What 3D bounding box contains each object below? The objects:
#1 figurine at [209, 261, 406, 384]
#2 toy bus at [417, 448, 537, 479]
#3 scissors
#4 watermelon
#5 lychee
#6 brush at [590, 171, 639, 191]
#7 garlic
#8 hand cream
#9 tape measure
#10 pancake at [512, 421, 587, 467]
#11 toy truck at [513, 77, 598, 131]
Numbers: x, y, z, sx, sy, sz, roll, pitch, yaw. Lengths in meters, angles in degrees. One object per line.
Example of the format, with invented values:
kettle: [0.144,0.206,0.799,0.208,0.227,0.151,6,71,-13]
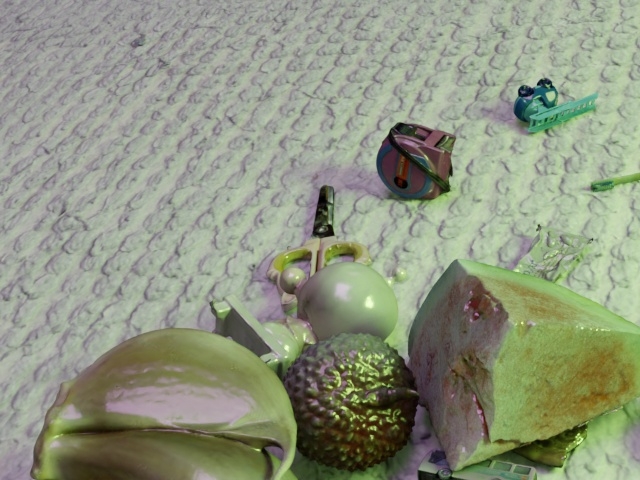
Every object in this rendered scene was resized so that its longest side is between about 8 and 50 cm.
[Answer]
figurine: [-0.005,0.101,1.492,0.256,0.145,0.182,-27,33,-24]
toy bus: [0.176,0.267,1.279,0.130,0.037,0.052,6,37,26]
scissors: [0.000,0.000,1.736,0.160,0.024,0.318,-8,34,9]
watermelon: [0.223,0.144,1.328,0.310,0.193,0.231,24,23,28]
lychee: [0.036,0.187,1.328,0.165,0.165,0.197,-38,9,-31]
brush: [0.448,-0.088,1.714,0.083,0.016,0.013,-12,47,3]
garlic: [-0.116,0.218,1.228,0.340,0.246,0.232,10,74,40]
hand cream: [0.274,0.055,1.543,0.084,0.050,0.257,17,38,34]
tape measure: [0.152,-0.123,1.781,0.125,0.118,0.074,25,46,20]
pancake: [0.291,0.198,1.353,0.184,0.020,0.190,-8,33,7]
toy truck: [0.391,-0.232,1.908,0.136,0.063,0.074,-23,55,-16]
